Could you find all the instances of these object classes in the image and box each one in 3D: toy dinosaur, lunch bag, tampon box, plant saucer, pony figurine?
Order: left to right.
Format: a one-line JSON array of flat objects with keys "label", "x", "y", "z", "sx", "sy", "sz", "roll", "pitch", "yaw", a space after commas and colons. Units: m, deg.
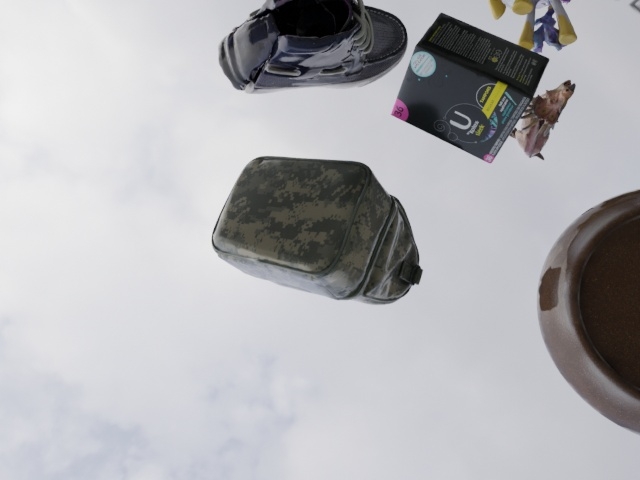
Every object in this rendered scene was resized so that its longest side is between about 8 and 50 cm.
[{"label": "lunch bag", "x": 0.000, "y": 0.000, "z": 0.883, "sx": 0.256, "sy": 0.305, "sz": 0.212, "roll": 42, "pitch": -115, "yaw": -46}, {"label": "tampon box", "x": 0.200, "y": -0.209, "z": 0.688, "sx": 0.161, "sy": 0.120, "sz": 0.101, "roll": 28, "pitch": -125, "yaw": 9}, {"label": "toy dinosaur", "x": 0.588, "y": -0.308, "z": 1.364, "sx": 0.127, "sy": 0.295, "sz": 0.200, "roll": -6, "pitch": -137, "yaw": 10}, {"label": "pony figurine", "x": 0.564, "y": -0.671, "z": 1.304, "sx": 0.351, "sy": 0.303, "sz": 0.363, "roll": 14, "pitch": -112, "yaw": -30}, {"label": "plant saucer", "x": 0.415, "y": 0.075, "z": 0.569, "sx": 0.050, "sy": 0.311, "sz": 0.310, "roll": 36, "pitch": -143, "yaw": -63}]

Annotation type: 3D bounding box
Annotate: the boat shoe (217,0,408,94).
[{"label": "boat shoe", "x": 0.035, "y": -0.294, "z": 0.722, "sx": 0.341, "sy": 0.158, "sz": 0.127, "roll": -25, "pitch": -81, "yaw": -31}]
